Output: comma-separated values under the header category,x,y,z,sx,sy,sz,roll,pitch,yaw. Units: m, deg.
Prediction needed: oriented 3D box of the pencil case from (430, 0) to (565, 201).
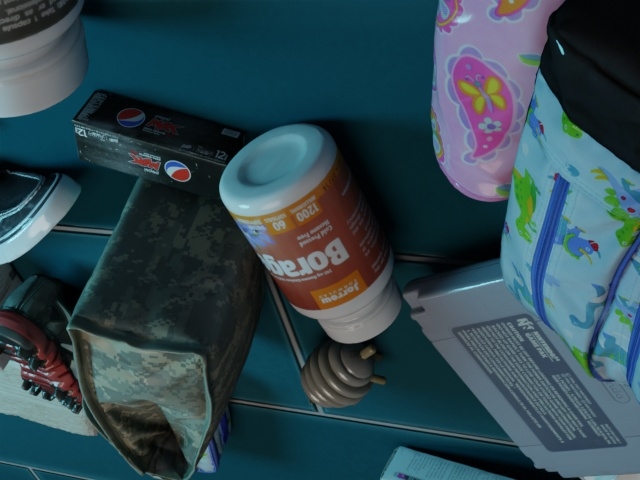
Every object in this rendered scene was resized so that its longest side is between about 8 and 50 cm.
category,x,y,z,sx,sy,sz,roll,pitch,yaw
pencil case,0.147,-0.160,0.740,0.124,0.124,0.284,12,141,14

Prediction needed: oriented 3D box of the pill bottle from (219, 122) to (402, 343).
category,x,y,z,sx,sy,sz,roll,pitch,yaw
pill bottle,0.000,0.000,0.986,0.121,0.121,0.216,-6,133,32

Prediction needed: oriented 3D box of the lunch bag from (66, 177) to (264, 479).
category,x,y,z,sx,sy,sz,roll,pitch,yaw
lunch bag,-0.156,0.101,1.090,0.168,0.235,0.287,11,139,7

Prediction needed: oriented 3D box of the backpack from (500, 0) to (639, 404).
category,x,y,z,sx,sy,sz,roll,pitch,yaw
backpack,0.260,-0.033,0.701,0.273,0.290,0.355,52,154,15

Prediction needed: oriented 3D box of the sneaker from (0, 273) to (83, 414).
category,x,y,z,sx,sy,sz,roll,pitch,yaw
sneaker,-0.349,0.136,1.319,0.097,0.135,0.276,17,152,15

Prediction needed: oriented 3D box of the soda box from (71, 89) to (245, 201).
category,x,y,z,sx,sy,sz,roll,pitch,yaw
soda box,-0.163,-0.096,1.012,0.168,0.053,0.060,17,141,9

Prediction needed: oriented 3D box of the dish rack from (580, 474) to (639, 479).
category,x,y,z,sx,sy,sz,roll,pitch,yaw
dish rack,0.460,0.262,1.098,0.285,0.072,0.333,35,139,-12

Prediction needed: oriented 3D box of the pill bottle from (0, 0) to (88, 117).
category,x,y,z,sx,sy,sz,roll,pitch,yaw
pill bottle,-0.282,-0.248,0.803,0.161,0.161,0.283,14,139,12

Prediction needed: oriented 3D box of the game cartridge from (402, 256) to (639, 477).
category,x,y,z,sx,sy,sz,roll,pitch,yaw
game cartridge,0.242,0.132,1.017,0.198,0.062,0.297,-20,120,40

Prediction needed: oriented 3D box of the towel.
category,x,y,z,sx,sy,sz,roll,pitch,yaw
towel,-0.477,0.213,1.531,0.282,0.049,0.187,13,141,12

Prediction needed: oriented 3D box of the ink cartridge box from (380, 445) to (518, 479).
category,x,y,z,sx,sy,sz,roll,pitch,yaw
ink cartridge box,0.276,0.425,1.323,0.330,0.071,0.324,10,141,39

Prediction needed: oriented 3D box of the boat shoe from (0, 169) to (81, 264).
category,x,y,z,sx,sy,sz,roll,pitch,yaw
boat shoe,-0.399,-0.039,1.165,0.301,0.108,0.102,-10,133,44

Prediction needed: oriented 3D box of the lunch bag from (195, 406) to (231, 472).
category,x,y,z,sx,sy,sz,roll,pitch,yaw
lunch bag,-0.216,0.236,1.395,0.176,0.090,0.219,11,141,11

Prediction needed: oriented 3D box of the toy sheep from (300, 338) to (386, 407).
category,x,y,z,sx,sy,sz,roll,pitch,yaw
toy sheep,0.026,0.157,1.186,0.091,0.091,0.132,34,126,-13

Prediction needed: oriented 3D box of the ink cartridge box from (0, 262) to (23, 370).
category,x,y,z,sx,sy,sz,roll,pitch,yaw
ink cartridge box,-0.452,0.083,1.318,0.063,0.109,0.150,5,138,26
